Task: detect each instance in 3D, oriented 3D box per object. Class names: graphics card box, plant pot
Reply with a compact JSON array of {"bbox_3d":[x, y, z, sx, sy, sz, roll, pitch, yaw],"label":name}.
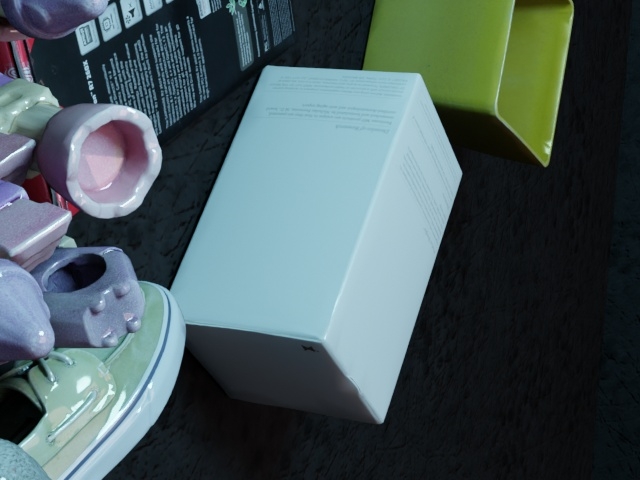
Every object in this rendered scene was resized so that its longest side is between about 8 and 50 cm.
[{"bbox_3d":[-0.151,-0.199,1.017,0.371,0.094,0.232,-47,134,-49],"label":"graphics card box"},{"bbox_3d":[0.167,-0.221,1.530,0.212,0.187,0.212,29,70,-61],"label":"plant pot"}]

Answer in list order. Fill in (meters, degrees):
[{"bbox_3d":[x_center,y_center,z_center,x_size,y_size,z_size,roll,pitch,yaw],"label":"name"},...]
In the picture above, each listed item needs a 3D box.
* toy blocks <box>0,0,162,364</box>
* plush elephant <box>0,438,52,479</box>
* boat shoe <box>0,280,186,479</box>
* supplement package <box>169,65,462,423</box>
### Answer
[{"bbox_3d":[-0.201,0.016,0.705,0.288,0.260,0.309,-39,132,-31],"label":"toy blocks"},{"bbox_3d":[-0.262,0.295,0.761,0.272,0.255,0.330,57,38,-64],"label":"plush elephant"},{"bbox_3d":[-0.201,0.132,0.973,0.302,0.109,0.094,-59,142,-36],"label":"boat shoe"},{"bbox_3d":[0.000,0.000,1.259,0.177,0.175,0.293,59,44,-52],"label":"supplement package"}]
